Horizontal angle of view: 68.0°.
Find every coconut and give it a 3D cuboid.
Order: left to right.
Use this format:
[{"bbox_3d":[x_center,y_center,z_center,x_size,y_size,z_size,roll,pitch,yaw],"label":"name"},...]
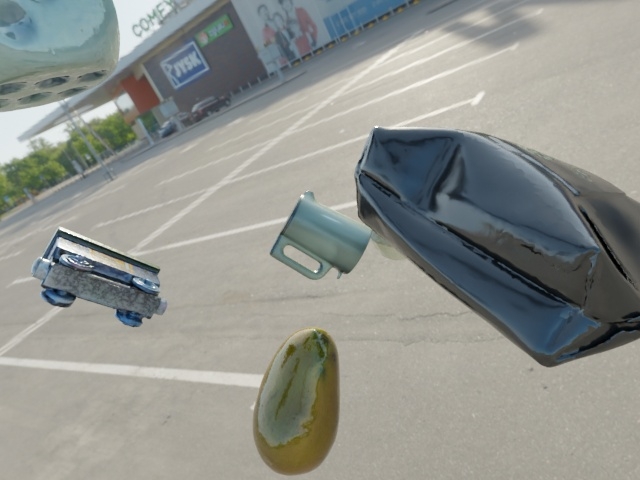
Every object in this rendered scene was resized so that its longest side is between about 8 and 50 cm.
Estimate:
[{"bbox_3d":[0.257,-0.040,1.566,0.202,0.222,0.202,-8,67,19],"label":"coconut"}]

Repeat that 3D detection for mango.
[{"bbox_3d":[-0.045,0.333,1.012,0.172,0.317,0.211,12,3,-22],"label":"mango"}]

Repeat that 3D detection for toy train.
[{"bbox_3d":[-0.518,0.095,1.126,0.131,0.299,0.202,-59,32,3],"label":"toy train"}]

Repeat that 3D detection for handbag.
[{"bbox_3d":[0.238,-0.025,0.523,0.288,0.152,0.342,-5,33,-32],"label":"handbag"}]

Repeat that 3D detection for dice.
[{"bbox_3d":[-0.537,-0.384,0.818,0.264,0.263,0.268,-8,15,41],"label":"dice"}]

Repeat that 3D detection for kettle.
[{"bbox_3d":[0.001,-0.004,0.879,0.127,0.148,0.098,-58,8,28],"label":"kettle"}]
